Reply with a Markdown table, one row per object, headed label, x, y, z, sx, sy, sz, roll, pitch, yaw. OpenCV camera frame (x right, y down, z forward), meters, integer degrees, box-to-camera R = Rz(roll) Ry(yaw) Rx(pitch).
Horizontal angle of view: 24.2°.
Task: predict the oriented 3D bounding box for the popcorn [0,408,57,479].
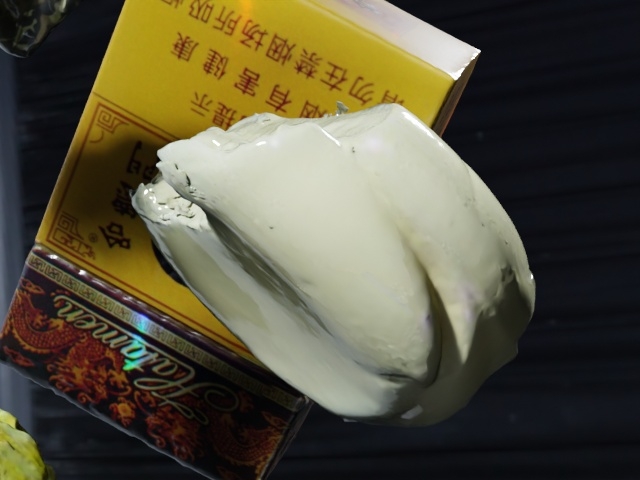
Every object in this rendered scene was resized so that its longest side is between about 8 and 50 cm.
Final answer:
| label | x | y | z | sx | sy | sz | roll | pitch | yaw |
| --- | --- | --- | --- | --- | --- | --- | --- | --- | --- |
| popcorn | -0.291 | 0.226 | 1.133 | 0.183 | 0.204 | 0.221 | 23 | 49 | -60 |

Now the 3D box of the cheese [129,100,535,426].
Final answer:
| label | x | y | z | sx | sy | sz | roll | pitch | yaw |
| --- | --- | --- | --- | --- | --- | --- | --- | --- | --- |
| cheese | 0.000 | 0.000 | 0.892 | 0.233 | 0.266 | 0.127 | 46 | 70 | -16 |

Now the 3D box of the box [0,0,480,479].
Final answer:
| label | x | y | z | sx | sy | sz | roll | pitch | yaw |
| --- | --- | --- | --- | --- | --- | --- | --- | --- | --- |
| box | -0.076 | -0.021 | 1.211 | 0.415 | 0.264 | 0.116 | -64 | 174 | 23 |

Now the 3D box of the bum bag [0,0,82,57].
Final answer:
| label | x | y | z | sx | sy | sz | roll | pitch | yaw |
| --- | --- | --- | --- | --- | --- | --- | --- | --- | --- |
| bum bag | -0.275 | -0.197 | 0.983 | 0.069 | 0.248 | 0.102 | -73 | -175 | -47 |
